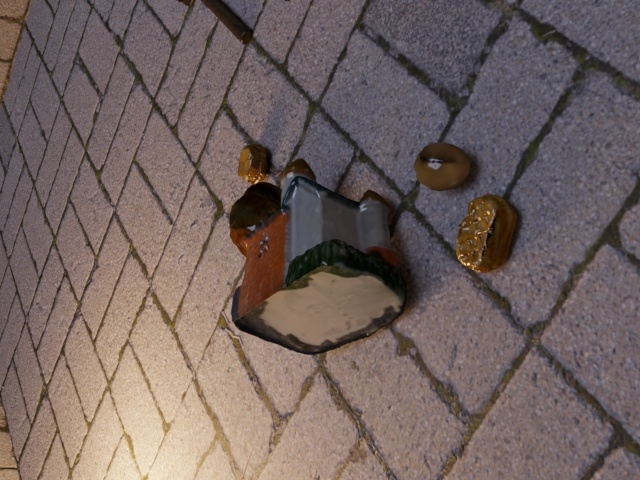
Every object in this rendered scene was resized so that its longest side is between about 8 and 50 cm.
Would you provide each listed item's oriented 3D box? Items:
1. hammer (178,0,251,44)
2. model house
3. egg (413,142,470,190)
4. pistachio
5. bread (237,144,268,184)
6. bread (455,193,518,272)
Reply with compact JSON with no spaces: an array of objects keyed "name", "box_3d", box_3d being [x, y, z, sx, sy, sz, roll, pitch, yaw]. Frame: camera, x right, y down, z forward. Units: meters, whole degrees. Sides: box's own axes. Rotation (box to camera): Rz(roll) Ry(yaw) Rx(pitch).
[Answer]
[{"name":"hammer","box_3d":[-0.243,-0.536,1.906,0.365,0.044,0.111,52,124,43]},{"name":"model house","box_3d":[0.000,0.000,1.375,0.271,0.190,0.300,-35,45,42]},{"name":"egg","box_3d":[0.180,-0.107,1.218,0.083,0.071,0.071,16,97,42]},{"name":"pistachio","box_3d":[-0.109,-0.027,1.550,0.210,0.131,0.165,38,118,59]},{"name":"bread","box_3d":[-0.136,-0.155,1.680,0.081,0.046,0.083,-42,53,49]},{"name":"bread","box_3d":[0.227,-0.011,1.156,0.083,0.044,0.110,35,114,52]}]
